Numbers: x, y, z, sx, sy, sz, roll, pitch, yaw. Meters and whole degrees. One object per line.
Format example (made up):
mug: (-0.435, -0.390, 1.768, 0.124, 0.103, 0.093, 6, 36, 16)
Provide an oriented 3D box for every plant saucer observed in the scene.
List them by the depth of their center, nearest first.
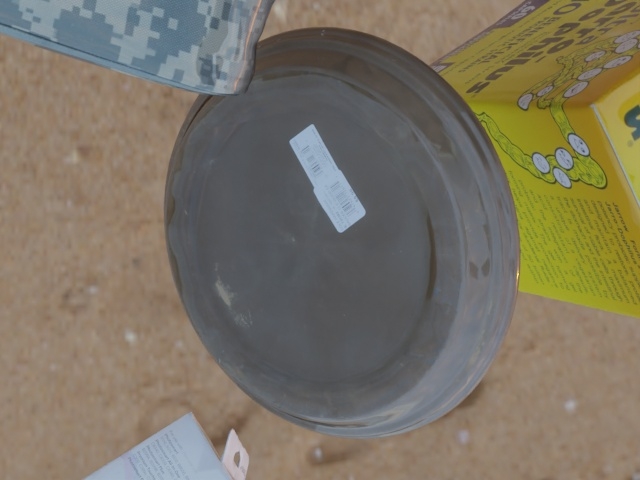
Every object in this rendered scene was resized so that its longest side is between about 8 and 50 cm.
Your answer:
plant saucer: (0.000, 0.000, 1.152, 0.041, 0.278, 0.278, -17, 149, -54)

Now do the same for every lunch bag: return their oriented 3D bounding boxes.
lunch bag: (-0.103, -0.240, 0.982, 0.213, 0.305, 0.256, 15, 103, -10)

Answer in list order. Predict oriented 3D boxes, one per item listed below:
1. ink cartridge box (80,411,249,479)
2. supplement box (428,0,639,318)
ink cartridge box: (-0.108, 0.197, 1.256, 0.143, 0.090, 0.092, -32, 159, -5)
supplement box: (0.232, -0.079, 1.428, 0.194, 0.356, 0.195, -34, 108, -18)
